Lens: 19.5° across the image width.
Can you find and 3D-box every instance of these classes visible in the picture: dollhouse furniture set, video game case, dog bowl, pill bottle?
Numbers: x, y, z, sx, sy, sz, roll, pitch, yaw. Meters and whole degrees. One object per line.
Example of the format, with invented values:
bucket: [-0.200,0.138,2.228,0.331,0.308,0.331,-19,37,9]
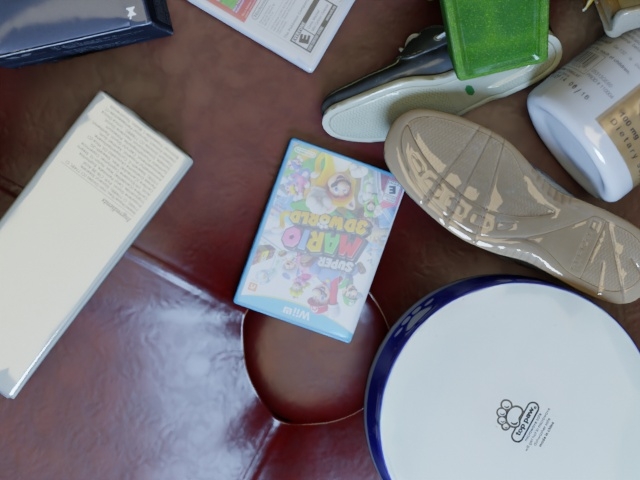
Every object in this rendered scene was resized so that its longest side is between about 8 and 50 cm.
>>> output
dollhouse furniture set: [0.235,-0.291,1.667,0.302,0.151,0.197,-13,53,-1]
video game case: [-0.036,-0.290,1.753,0.183,0.023,0.201,31,90,-6]
dog bowl: [0.177,0.164,1.745,0.265,0.104,0.265,0,91,-6]
video game case: [0.000,0.000,1.768,0.119,0.015,0.166,20,90,-6]
pill bottle: [0.318,-0.152,1.735,0.229,0.131,0.131,-38,95,-6]

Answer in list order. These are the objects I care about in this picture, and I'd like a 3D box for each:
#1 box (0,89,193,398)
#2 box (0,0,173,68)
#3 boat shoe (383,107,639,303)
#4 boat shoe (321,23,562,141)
box: [-0.239,0.003,1.705,0.113,0.094,0.275,39,88,-5]
box: [-0.224,-0.214,1.658,0.156,0.158,0.093,-12,93,3]
boat shoe: [0.179,-0.028,1.745,0.285,0.092,0.103,27,84,-9]
boat shoe: [0.107,-0.160,1.755,0.233,0.084,0.079,-22,56,2]
